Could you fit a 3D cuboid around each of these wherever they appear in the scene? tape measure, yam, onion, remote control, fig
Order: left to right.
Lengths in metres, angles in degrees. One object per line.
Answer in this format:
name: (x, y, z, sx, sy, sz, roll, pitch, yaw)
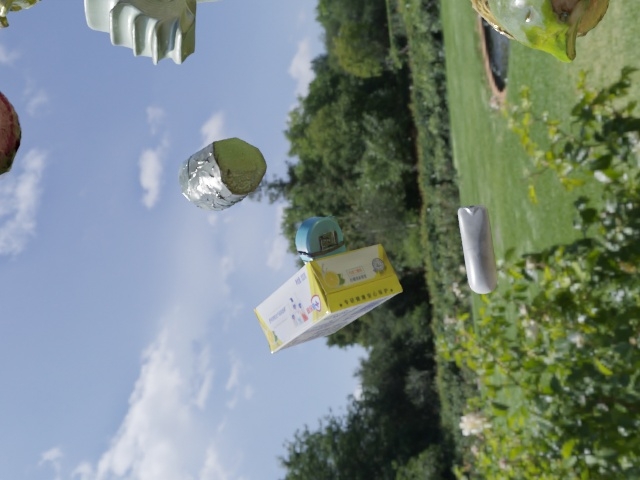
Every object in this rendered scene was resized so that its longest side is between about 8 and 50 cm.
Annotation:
onion: (-0.633, -0.185, 1.177, 0.207, 0.200, 0.201, -87, -13, -50)
yam: (-0.294, -0.202, 2.013, 0.202, 0.271, 0.202, -19, -97, -36)
tape measure: (0.000, 0.000, 1.715, 0.146, 0.081, 0.125, -21, -73, -36)
remote control: (0.381, 0.026, 1.597, 0.044, 0.073, 0.229, -45, -53, -60)
fig: (0.461, -0.472, 1.355, 0.275, 0.206, 0.206, 52, -150, -41)

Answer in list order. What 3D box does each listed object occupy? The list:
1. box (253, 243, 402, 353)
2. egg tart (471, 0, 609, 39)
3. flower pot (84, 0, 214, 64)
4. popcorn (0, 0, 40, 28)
box: (0.007, 0.112, 1.230, 0.265, 0.168, 0.097, -43, 64, 55)
egg tart: (0.677, -0.762, 2.087, 0.178, 0.442, 0.443, 92, 178, -64)
flower pot: (-0.354, -0.587, 1.524, 0.368, 0.254, 0.164, -62, -1, -26)
popcorn: (-0.687, -0.581, 1.391, 0.237, 0.205, 0.252, -100, 21, -78)
